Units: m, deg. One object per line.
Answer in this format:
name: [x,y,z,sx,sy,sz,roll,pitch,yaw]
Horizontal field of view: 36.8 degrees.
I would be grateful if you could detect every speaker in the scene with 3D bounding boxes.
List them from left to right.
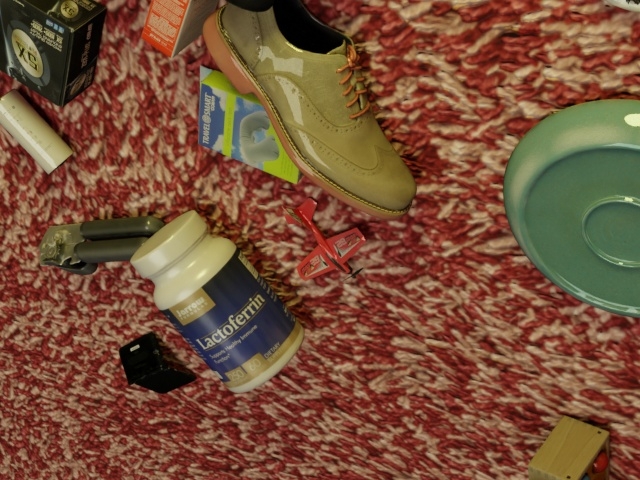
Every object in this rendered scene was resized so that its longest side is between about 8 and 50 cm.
speaker: [-0.453,-0.170,1.512,0.136,0.055,0.055,48,135,-12]

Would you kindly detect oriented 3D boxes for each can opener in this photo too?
can opener: [-0.362,0.011,1.612,0.283,0.076,0.095,-3,155,34]

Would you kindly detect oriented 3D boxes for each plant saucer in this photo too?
plant saucer: [0.359,-0.018,1.120,0.317,0.044,0.317,19,137,19]

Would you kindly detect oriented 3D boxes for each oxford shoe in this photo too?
oxford shoe: [0.010,-0.172,1.174,0.348,0.123,0.130,45,130,-10]

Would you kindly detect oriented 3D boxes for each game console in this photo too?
game console: [-0.304,0.229,1.782,0.122,0.071,0.107,-28,78,43]

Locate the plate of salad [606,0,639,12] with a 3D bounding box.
plate of salad: [0.320,-0.306,0.916,0.200,0.048,0.200,17,133,19]

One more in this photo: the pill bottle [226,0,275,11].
pill bottle: [-0.041,-0.358,1.023,0.123,0.123,0.219,37,126,0]

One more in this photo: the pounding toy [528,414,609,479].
pounding toy: [0.376,0.344,1.377,0.100,0.130,0.141,18,134,36]

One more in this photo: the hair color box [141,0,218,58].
hair color box: [-0.158,-0.316,1.177,0.053,0.093,0.167,35,135,3]

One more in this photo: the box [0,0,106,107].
box: [-0.407,-0.301,1.358,0.180,0.077,0.147,32,137,5]

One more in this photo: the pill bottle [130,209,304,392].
pill bottle: [-0.159,0.092,1.473,0.153,0.153,0.264,-25,110,43]

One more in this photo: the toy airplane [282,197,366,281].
toy airplane: [0.000,0.000,1.387,0.151,0.028,0.151,16,131,19]

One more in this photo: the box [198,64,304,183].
box: [-0.097,-0.158,1.307,0.178,0.042,0.109,22,134,14]
